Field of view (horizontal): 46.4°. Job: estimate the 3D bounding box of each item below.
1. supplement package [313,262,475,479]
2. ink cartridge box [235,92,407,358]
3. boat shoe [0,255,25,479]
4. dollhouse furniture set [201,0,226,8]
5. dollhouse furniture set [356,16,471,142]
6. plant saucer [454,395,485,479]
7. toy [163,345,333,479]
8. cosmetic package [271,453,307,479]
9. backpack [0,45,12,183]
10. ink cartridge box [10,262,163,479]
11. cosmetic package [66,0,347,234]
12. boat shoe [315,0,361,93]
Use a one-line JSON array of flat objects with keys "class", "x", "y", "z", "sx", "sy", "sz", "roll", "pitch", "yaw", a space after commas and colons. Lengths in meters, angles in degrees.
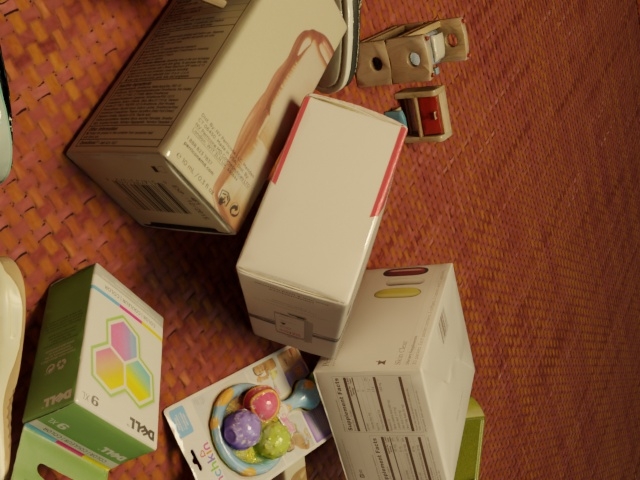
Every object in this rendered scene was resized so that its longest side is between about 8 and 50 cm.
[{"class": "supplement package", "x": 0.116, "y": 0.185, "z": 1.057, "sx": 0.262, "sy": 0.145, "sz": 0.204, "roll": -59, "pitch": 138, "yaw": -57}, {"class": "ink cartridge box", "x": 0.000, "y": 0.000, "z": 0.854, "sx": 0.283, "sy": 0.117, "sz": 0.207, "roll": 95, "pitch": 14, "yaw": -71}, {"class": "boat shoe", "x": -0.307, "y": 0.152, "z": 0.610, "sx": 0.092, "sy": 0.103, "sz": 0.285, "roll": 7, "pitch": 91, "yaw": -40}, {"class": "dollhouse furniture set", "x": -0.144, "y": -0.374, "z": 0.722, "sx": 0.212, "sy": 0.242, "sz": 0.161, "roll": 4, "pitch": 135, "yaw": -53}, {"class": "dollhouse furniture set", "x": 0.149, "y": -0.227, "z": 1.131, "sx": 0.129, "sy": 0.129, "sz": 0.184, "roll": -36, "pitch": 121, "yaw": -44}, {"class": "plant saucer", "x": 0.250, "y": 0.389, "z": 1.381, "sx": 0.188, "sy": 0.045, "sz": 0.188, "roll": 12, "pitch": 83, "yaw": -52}, {"class": "toy", "x": -0.064, "y": 0.219, "z": 0.920, "sx": 0.237, "sy": 0.056, "sz": 0.137, "roll": -20, "pitch": 82, "yaw": -53}, {"class": "cosmetic package", "x": -0.049, "y": 0.335, "z": 0.982, "sx": 0.041, "sy": 0.060, "sz": 0.115, "roll": -20, "pitch": 110, "yaw": -48}, {"class": "backpack", "x": -0.305, "y": -0.113, "z": 0.528, "sx": 0.144, "sy": 0.165, "sz": 0.188, "roll": -31, "pitch": 113, "yaw": -45}, {"class": "ink cartridge box", "x": -0.204, "y": 0.137, "z": 0.685, "sx": 0.109, "sy": 0.062, "sz": 0.209, "roll": 50, "pitch": 24, "yaw": -42}, {"class": "cosmetic package", "x": -0.108, "y": -0.163, "z": 0.791, "sx": 0.129, "sy": 0.153, "sz": 0.296, "roll": 51, "pitch": 56, "yaw": -43}, {"class": "boat shoe", "x": 0.016, "y": -0.345, "z": 0.965, "sx": 0.091, "sy": 0.114, "sz": 0.303, "roll": -18, "pitch": 108, "yaw": -44}]
